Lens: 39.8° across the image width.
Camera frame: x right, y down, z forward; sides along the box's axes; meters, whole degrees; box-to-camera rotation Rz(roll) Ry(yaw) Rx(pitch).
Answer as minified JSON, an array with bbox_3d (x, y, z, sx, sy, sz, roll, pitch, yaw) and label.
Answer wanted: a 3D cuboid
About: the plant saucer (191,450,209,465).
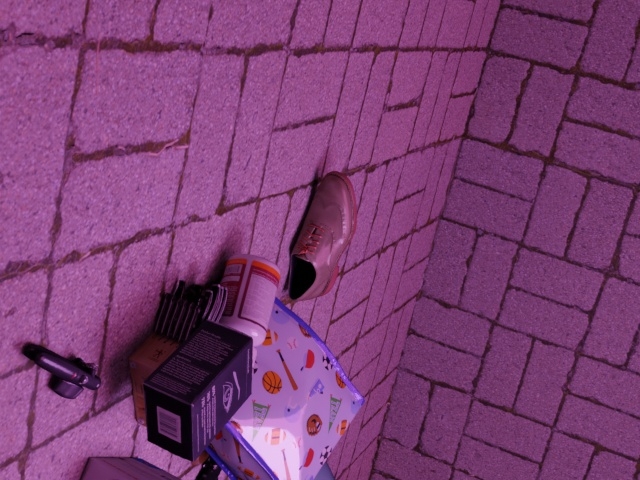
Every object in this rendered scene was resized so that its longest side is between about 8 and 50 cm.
[{"bbox_3d":[-0.277,0.496,2.092,0.083,0.015,0.083,-53,154,-40],"label":"plant saucer"}]

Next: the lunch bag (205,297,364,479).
[{"bbox_3d":[-0.132,0.346,1.993,0.328,0.239,0.385,-55,128,-32],"label":"lunch bag"}]

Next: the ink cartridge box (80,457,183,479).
[{"bbox_3d":[-0.350,0.483,1.693,0.086,0.148,0.203,-66,159,-5],"label":"ink cartridge box"}]

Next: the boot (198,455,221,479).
[{"bbox_3d":[-0.257,0.567,2.173,0.121,0.045,0.099,71,40,-59],"label":"boot"}]

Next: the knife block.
[{"bbox_3d":[-0.267,0.218,1.747,0.242,0.088,0.275,-48,150,-45],"label":"knife block"}]

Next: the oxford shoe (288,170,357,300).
[{"bbox_3d":[0.000,0.000,2.199,0.130,0.123,0.348,-25,130,-56],"label":"oxford shoe"}]

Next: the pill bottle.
[{"bbox_3d":[-0.163,0.149,1.841,0.121,0.121,0.221,69,30,-61],"label":"pill bottle"}]

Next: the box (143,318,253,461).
[{"bbox_3d":[-0.221,0.273,1.632,0.207,0.108,0.153,-46,148,-48],"label":"box"}]

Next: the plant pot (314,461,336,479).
[{"bbox_3d":[-0.094,0.643,2.386,0.271,0.272,0.255,-51,137,-42],"label":"plant pot"}]

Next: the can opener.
[{"bbox_3d":[-0.408,0.208,1.414,0.073,0.059,0.186,-63,159,-18],"label":"can opener"}]
